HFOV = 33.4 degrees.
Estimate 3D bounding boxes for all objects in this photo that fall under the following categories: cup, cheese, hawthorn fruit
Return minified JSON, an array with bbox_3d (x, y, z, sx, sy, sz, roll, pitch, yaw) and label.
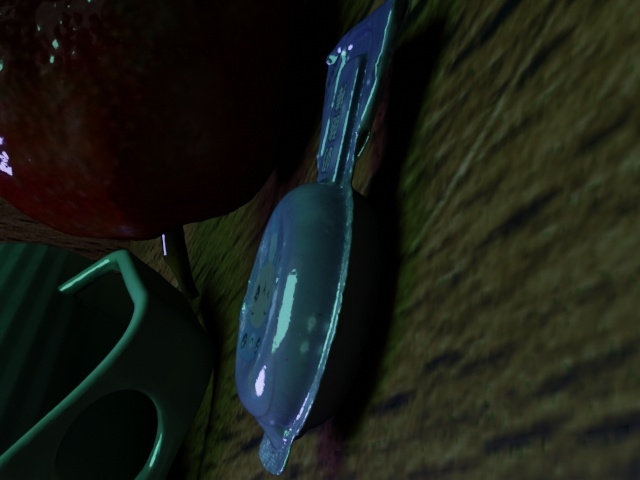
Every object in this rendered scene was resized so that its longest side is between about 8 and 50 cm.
[{"bbox_3d":[-0.242,0.194,0.893,0.392,0.400,0.310,-90,-16,-60],"label":"cup"},{"bbox_3d":[0.000,0.000,0.436,0.105,0.042,0.191,170,114,-75],"label":"cheese"},{"bbox_3d":[-0.117,-0.084,0.664,0.210,0.230,0.266,-88,-9,-76],"label":"hawthorn fruit"}]
